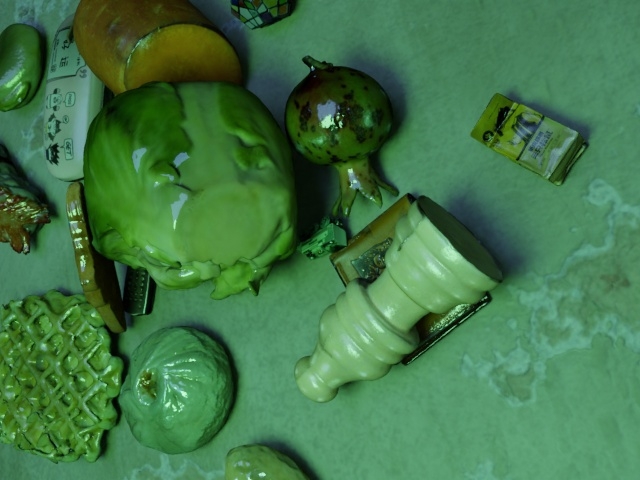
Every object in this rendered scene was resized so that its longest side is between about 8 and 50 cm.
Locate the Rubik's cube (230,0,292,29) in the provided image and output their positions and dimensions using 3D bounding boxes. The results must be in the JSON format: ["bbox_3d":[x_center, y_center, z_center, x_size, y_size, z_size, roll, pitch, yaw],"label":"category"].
[{"bbox_3d":[-0.092,-0.386,1.254,0.111,0.111,0.093,24,67,31],"label":"Rubik's cube"}]

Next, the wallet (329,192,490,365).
[{"bbox_3d":[0.114,0.051,1.091,0.161,0.042,0.195,-39,65,19],"label":"wallet"}]

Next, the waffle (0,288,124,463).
[{"bbox_3d":[-0.465,0.231,1.376,0.317,0.073,0.297,-1,82,30],"label":"waffle"}]

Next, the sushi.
[{"bbox_3d":[-0.624,-0.103,1.501,0.332,0.130,0.124,44,109,34],"label":"sushi"}]

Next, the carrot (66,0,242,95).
[{"bbox_3d":[-0.295,-0.332,1.298,0.193,0.214,0.331,-50,59,11],"label":"carrot"}]

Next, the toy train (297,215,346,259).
[{"bbox_3d":[0.000,0.000,1.158,0.083,0.033,0.053,-32,45,33],"label":"toy train"}]

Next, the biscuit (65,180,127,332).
[{"bbox_3d":[-0.349,0.034,1.246,0.043,0.280,0.183,-6,36,-2],"label":"biscuit"}]

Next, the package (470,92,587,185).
[{"bbox_3d":[0.267,-0.130,1.031,0.131,0.047,0.071,34,101,31],"label":"package"}]

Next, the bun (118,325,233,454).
[{"bbox_3d":[-0.229,0.228,1.217,0.196,0.118,0.195,-3,84,30],"label":"bun"}]

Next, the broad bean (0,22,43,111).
[{"bbox_3d":[-0.589,-0.331,1.537,0.124,0.082,0.174,16,91,33],"label":"broad bean"}]

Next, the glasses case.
[{"bbox_3d":[-0.436,-0.260,1.440,0.122,0.075,0.314,-1,81,27],"label":"glasses case"}]

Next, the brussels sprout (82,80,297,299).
[{"bbox_3d":[-0.190,-0.078,1.134,0.371,0.276,0.314,11,89,57],"label":"brussels sprout"}]

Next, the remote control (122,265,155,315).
[{"bbox_3d":[-0.293,0.020,1.340,0.059,0.028,0.212,6,85,27],"label":"remote control"}]

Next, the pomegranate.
[{"bbox_3d":[0.026,-0.141,1.116,0.156,0.156,0.220,-9,82,28],"label":"pomegranate"}]

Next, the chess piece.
[{"bbox_3d":[0.079,0.102,1.026,0.139,0.124,0.307,40,112,-2],"label":"chess piece"}]

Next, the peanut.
[{"bbox_3d":[-0.036,0.374,1.085,0.101,0.117,0.263,-41,59,-6],"label":"peanut"}]
